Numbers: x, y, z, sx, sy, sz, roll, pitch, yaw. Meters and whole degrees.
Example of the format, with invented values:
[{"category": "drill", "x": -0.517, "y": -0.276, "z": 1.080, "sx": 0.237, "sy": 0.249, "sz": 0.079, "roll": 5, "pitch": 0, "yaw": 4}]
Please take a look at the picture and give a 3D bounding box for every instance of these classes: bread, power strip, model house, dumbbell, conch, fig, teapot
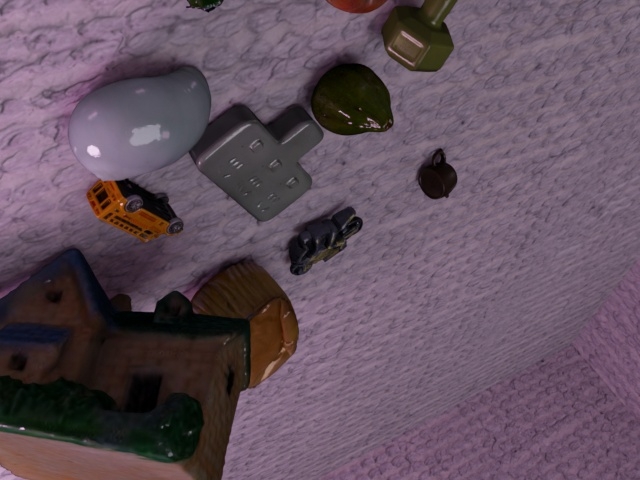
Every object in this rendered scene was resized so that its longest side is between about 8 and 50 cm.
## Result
[{"category": "bread", "x": -0.158, "y": 0.169, "z": 1.626, "sx": 0.204, "sy": 0.156, "sz": 0.288, "roll": -40, "pitch": 150, "yaw": -9}, {"category": "power strip", "x": -0.086, "y": -0.143, "z": 1.321, "sx": 0.193, "sy": 0.059, "sz": 0.265, "roll": -38, "pitch": 151, "yaw": 5}, {"category": "model house", "x": -0.326, "y": 0.206, "z": 1.274, "sx": 0.382, "sy": 0.343, "sz": 0.335, "roll": 6, "pitch": 147, "yaw": 8}, {"category": "dumbbell", "x": 0.206, "y": -0.402, "z": 1.195, "sx": 0.302, "sy": 0.121, "sz": 0.108, "roll": -56, "pitch": 175, "yaw": 33}, {"category": "conch", "x": -0.241, "y": -0.158, "z": 1.096, "sx": 0.221, "sy": 0.121, "sz": 0.185, "roll": -25, "pitch": 180, "yaw": -28}, {"category": "fig", "x": 0.064, "y": -0.215, "z": 1.275, "sx": 0.123, "sy": 0.156, "sz": 0.123, "roll": -30, "pitch": 149, "yaw": -21}, {"category": "teapot", "x": 0.260, "y": -0.141, "z": 1.695, "sx": 0.068, "sy": 0.076, "sz": 0.121, "roll": -29, "pitch": 123, "yaw": -33}]

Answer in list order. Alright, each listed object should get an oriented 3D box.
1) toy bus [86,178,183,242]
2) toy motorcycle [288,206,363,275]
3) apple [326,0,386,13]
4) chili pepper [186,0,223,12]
[{"category": "toy bus", "x": -0.288, "y": -0.047, "z": 1.236, "sx": 0.074, "sy": 0.070, "sz": 0.162, "roll": -39, "pitch": 150, "yaw": 9}, {"category": "toy motorcycle", "x": 0.000, "y": 0.000, "z": 1.633, "sx": 0.193, "sy": 0.061, "sz": 0.124, "roll": -38, "pitch": 149, "yaw": 8}, {"category": "apple", "x": 0.047, "y": -0.375, "z": 1.070, "sx": 0.126, "sy": 0.102, "sz": 0.126, "roll": -29, "pitch": 148, "yaw": -21}, {"category": "chili pepper", "x": -0.155, "y": -0.371, "z": 0.908, "sx": 0.088, "sy": 0.059, "sz": 0.227, "roll": -21, "pitch": 147, "yaw": 1}]
